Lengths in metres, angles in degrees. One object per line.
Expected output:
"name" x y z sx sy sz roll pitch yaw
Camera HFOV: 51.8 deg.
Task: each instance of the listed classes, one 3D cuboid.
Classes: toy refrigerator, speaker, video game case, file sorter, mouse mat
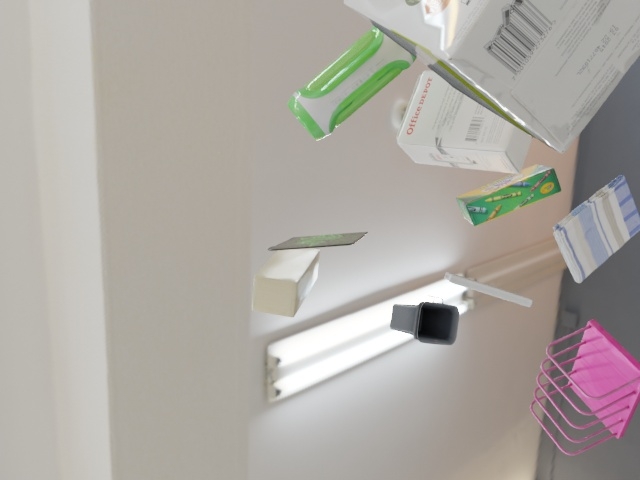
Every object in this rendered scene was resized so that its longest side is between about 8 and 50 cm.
"toy refrigerator" -0.079 0.094 1.601 0.269 0.102 0.094 -57 -26 -70
"speaker" 0.071 -0.358 1.464 0.296 0.131 0.131 -40 -45 4
"video game case" 0.414 0.121 1.651 0.183 0.201 0.023 10 -82 -83
"file sorter" 0.692 0.400 1.744 0.182 0.202 0.291 -20 -45 -15
"mouse mat" 0.000 0.000 1.197 0.189 0.152 0.007 -26 -69 -76

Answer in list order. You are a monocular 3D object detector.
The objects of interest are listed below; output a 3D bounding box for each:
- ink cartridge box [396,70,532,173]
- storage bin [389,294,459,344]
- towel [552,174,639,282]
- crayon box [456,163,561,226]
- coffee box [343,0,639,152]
"ink cartridge box" 0.351 -0.284 1.553 0.117 0.283 0.207 35 -108 -50
"storage bin" 0.215 0.163 1.390 0.135 0.091 0.098 12 -96 -43
"towel" 0.803 -0.032 1.893 0.285 0.034 0.209 -36 -66 -12
"crayon box" 0.573 -0.141 2.026 0.165 0.278 0.081 -83 -30 -80
"coffee box" 0.312 -0.412 1.088 0.338 0.334 0.337 23 -72 -39
